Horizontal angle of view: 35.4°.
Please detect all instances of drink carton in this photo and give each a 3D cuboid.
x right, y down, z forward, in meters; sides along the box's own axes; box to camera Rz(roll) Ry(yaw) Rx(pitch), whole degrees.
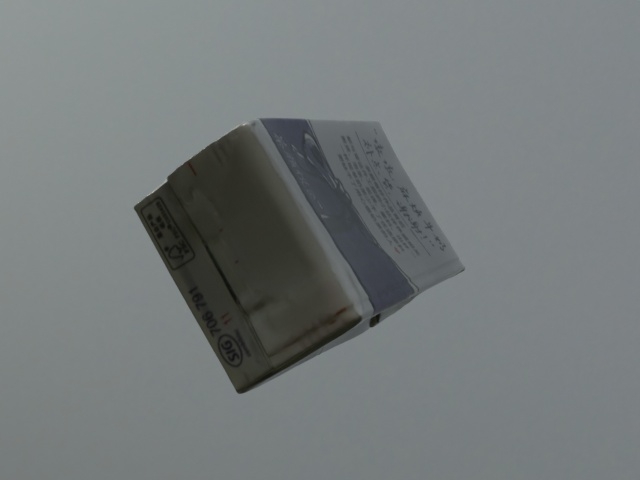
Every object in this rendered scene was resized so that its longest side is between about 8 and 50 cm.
[{"bbox_3d":[0.000,-0.001,0.665,0.102,0.222,0.134,-36,-99,24],"label":"drink carton"}]
